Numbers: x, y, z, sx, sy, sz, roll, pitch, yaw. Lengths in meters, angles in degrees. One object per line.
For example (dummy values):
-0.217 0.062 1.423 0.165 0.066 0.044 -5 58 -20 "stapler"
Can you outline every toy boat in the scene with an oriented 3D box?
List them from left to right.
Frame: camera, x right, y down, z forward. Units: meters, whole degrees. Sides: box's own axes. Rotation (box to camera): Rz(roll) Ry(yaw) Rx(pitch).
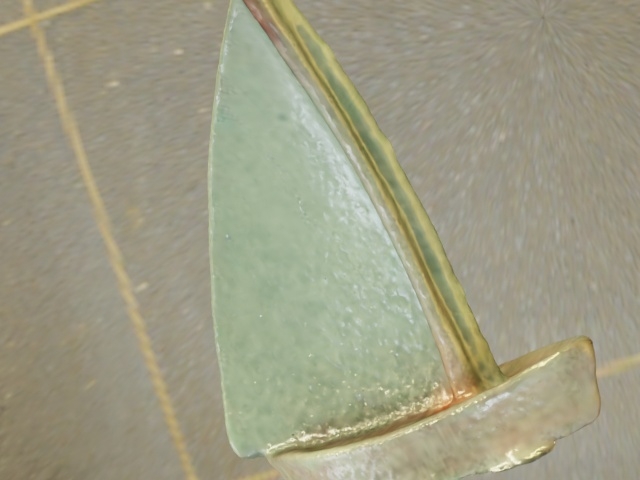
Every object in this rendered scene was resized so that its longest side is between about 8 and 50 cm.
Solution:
0.000 -0.001 0.441 0.096 0.034 0.122 -23 99 33 "toy boat"
